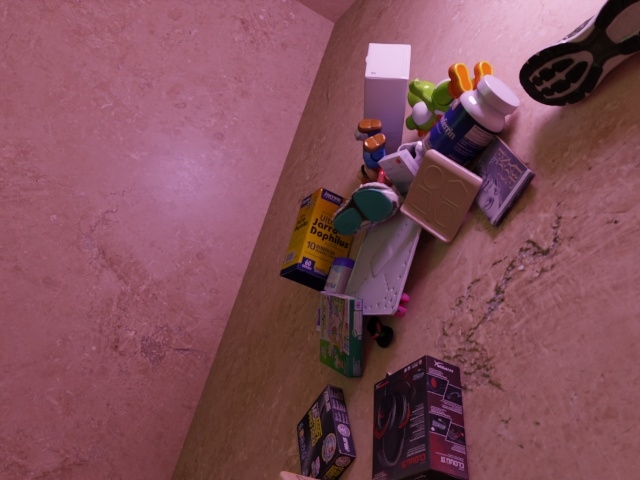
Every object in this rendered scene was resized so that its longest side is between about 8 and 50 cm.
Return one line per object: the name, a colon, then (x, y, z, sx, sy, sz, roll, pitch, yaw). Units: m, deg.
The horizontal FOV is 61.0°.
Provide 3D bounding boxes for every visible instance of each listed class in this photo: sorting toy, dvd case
sorting toy: (0.342, -0.126, 1.545, 0.193, 0.038, 0.208, 40, 120, 31)
dvd case: (0.461, -0.159, 1.427, 0.164, 0.018, 0.221, -62, 24, 29)

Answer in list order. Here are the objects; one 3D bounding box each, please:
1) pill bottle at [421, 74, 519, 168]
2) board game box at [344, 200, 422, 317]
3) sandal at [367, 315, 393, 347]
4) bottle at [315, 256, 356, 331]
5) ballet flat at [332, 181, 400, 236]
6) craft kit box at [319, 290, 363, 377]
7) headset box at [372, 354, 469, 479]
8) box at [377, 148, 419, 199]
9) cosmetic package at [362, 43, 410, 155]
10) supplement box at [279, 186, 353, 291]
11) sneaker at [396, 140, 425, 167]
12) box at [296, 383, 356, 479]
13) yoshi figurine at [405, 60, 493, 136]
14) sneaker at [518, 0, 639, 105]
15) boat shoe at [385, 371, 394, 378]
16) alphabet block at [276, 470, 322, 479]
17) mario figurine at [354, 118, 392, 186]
pill bottle: (0.425, -0.327, 1.546, 0.264, 0.153, 0.153, -50, 26, 38)
board game box: (0.214, 0.065, 1.757, 0.390, 0.050, 0.390, -20, 48, 67)
sandal: (0.173, 0.279, 1.678, 0.067, 0.040, 0.179, -64, 20, 3)
bottle: (0.056, 0.203, 1.980, 0.118, 0.092, 0.283, -6, 62, 66)
ballet flat: (0.167, -0.127, 1.872, 0.409, 0.147, 0.147, -28, 43, 63)
craft kit box: (0.065, 0.301, 1.790, 0.246, 0.061, 0.250, 179, 92, -71)
headset box: (0.224, 0.449, 1.263, 0.218, 0.110, 0.293, -45, 29, 44)
box: (0.278, -0.196, 1.731, 0.038, 0.186, 0.145, -43, 14, -17)
cosmetic package: (0.234, -0.504, 1.976, 0.365, 0.155, 0.197, 87, -169, -56)
supplement box: (0.000, 0.000, 2.196, 0.195, 0.194, 0.356, -26, 45, 61)
sneaker: (0.299, -0.271, 1.803, 0.305, 0.152, 0.114, -15, 55, 68)
box: (0.011, 0.621, 1.688, 0.216, 0.060, 0.270, -58, 22, 24)
yoshi figurine: (0.389, -0.489, 1.790, 0.203, 0.203, 0.362, -57, 13, -23)
sneaker: (0.640, -0.452, 1.237, 0.182, 0.158, 0.410, -41, 5, -29)
boat shoe: (0.184, 0.435, 1.469, 0.056, 0.048, 0.153, -20, 50, 64)
alphabet block: (-0.031, 0.761, 1.448, 0.192, 0.193, 0.197, -67, 20, -6)
mario figurine: (0.173, -0.280, 1.956, 0.198, 0.170, 0.320, -62, -23, -22)
